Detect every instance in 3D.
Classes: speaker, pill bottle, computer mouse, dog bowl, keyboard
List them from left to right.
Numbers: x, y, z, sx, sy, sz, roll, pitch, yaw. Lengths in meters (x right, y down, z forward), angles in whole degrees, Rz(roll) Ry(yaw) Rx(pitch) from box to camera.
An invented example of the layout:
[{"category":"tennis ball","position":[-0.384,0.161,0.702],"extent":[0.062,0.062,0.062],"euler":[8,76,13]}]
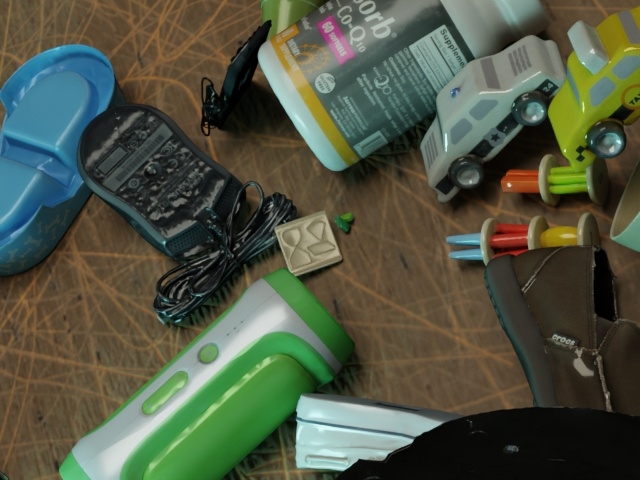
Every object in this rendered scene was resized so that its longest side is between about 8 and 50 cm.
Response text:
[{"category":"dog bowl","position":[-0.330,-0.088,2.098],"extent":[0.166,0.074,0.297],"euler":[18,70,36]},{"category":"computer mouse","position":[-0.163,-0.041,1.987],"extent":[0.188,0.072,0.272],"euler":[-42,62,-6]},{"category":"speaker","position":[-0.109,0.163,1.774],"extent":[0.296,0.131,0.131],"euler":[-42,49,-4]},{"category":"keyboard","position":[-0.102,-0.178,1.973],"extent":[0.038,0.192,0.100],"euler":[33,72,1]},{"category":"pill bottle","position":[0.088,-0.206,1.898],"extent":[0.278,0.162,0.162],"euler":[-32,50,5]}]

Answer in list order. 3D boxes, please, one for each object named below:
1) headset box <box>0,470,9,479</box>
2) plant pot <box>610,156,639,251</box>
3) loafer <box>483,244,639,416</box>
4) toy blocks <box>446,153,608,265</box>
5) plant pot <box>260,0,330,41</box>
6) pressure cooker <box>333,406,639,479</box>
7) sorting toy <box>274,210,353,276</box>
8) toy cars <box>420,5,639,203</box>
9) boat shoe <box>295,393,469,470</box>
[{"category":"headset box","position":[-0.515,0.298,1.897],"extent":[0.283,0.131,0.246],"euler":[11,64,34]},{"category":"plant pot","position":[0.408,-0.080,1.603],"extent":[0.191,0.284,0.284],"euler":[29,72,2]},{"category":"loafer","position":[0.255,0.129,1.599],"extent":[0.130,0.134,0.366],"euler":[-28,50,9]},{"category":"toy blocks","position":[0.202,-0.028,1.788],"extent":[0.148,0.054,0.123],"euler":[-3,59,27]},{"category":"plant pot","position":[-0.035,-0.242,2.050],"extent":[0.083,0.083,0.079],"euler":[-2,71,27]},{"category":"pressure cooker","position":[0.173,0.377,1.308],"extent":[0.375,0.420,0.370],"euler":[-27,33,-36]},{"category":"sorting toy","position":[0.000,0.000,1.895],"extent":[0.083,0.012,0.062],"euler":[-19,69,-3]},{"category":"toy cars","position":[0.210,-0.147,1.732],"extent":[0.394,0.087,0.176],"euler":[-13,49,57]},{"category":"boat shoe","position":[0.092,0.200,1.682],"extent":[0.258,0.095,0.084],"euler":[8,91,35]}]
